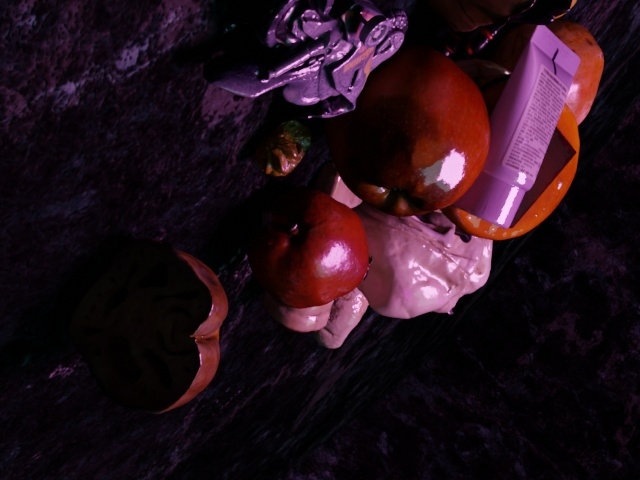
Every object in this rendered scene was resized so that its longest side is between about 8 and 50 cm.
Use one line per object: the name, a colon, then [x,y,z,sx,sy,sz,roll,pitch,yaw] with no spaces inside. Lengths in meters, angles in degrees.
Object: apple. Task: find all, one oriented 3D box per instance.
apple: [0.110,-0.141,1.204,0.230,0.230,0.230,-41,162,-17]

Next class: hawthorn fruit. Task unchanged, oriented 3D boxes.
hawthorn fruit: [-0.022,0.004,1.329,0.185,0.185,0.202,-46,160,-3]

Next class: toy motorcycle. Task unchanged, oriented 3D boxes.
toy motorcycle: [-0.003,-0.212,1.015,0.173,0.108,0.307,-48,161,22]

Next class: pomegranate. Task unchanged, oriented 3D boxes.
pomegranate: [0.402,-0.288,1.608,0.215,0.215,0.215,-41,162,-17]

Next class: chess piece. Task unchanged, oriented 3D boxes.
chess piece: [0.000,0.000,1.504,0.137,0.137,0.300,-24,141,-51]

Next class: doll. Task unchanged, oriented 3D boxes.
doll: [0.254,-0.328,1.202,0.249,0.127,0.088,-26,179,38]

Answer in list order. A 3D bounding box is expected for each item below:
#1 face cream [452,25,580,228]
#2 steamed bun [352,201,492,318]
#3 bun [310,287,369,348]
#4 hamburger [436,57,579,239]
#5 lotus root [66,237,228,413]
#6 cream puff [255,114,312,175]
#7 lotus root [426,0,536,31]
face cream: [0.281,-0.156,1.274,0.154,0.096,0.273,18,98,-49]
steamed bun: [0.182,-0.020,1.645,0.320,0.275,0.206,-83,-174,-53]
bun: [0.039,0.130,1.881,0.188,0.111,0.164,-59,176,28]
hamburger: [0.258,-0.155,1.457,0.291,0.225,0.290,-15,124,-23]
lotus root: [-0.184,0.113,1.146,0.188,0.199,0.180,-43,159,10]
cream puff: [-0.051,-0.125,1.182,0.083,0.083,0.058,-36,122,3]
lotus root: [0.283,-0.401,1.039,0.391,0.111,0.375,-34,-164,27]
